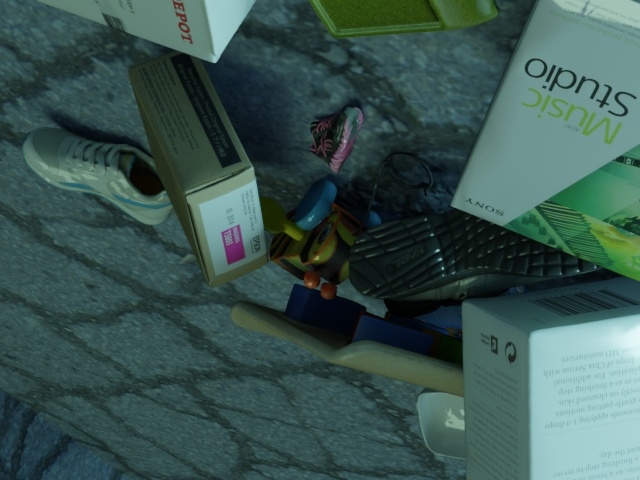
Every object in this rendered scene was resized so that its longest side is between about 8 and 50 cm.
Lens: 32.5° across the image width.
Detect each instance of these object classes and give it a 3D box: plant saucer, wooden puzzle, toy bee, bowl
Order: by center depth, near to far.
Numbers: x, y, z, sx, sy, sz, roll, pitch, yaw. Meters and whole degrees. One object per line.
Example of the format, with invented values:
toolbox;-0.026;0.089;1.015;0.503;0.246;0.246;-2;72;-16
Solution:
plant saucer;0.044;-0.252;1.015;0.188;0.045;0.188;3;146;35
toy bee;0.000;0.000;1.387;0.195;0.162;0.298;25;154;2
wooden puzzle;0.090;0.132;1.430;0.322;0.080;0.348;17;176;-28
bowl;0.236;0.290;1.800;0.142;0.053;0.142;3;125;25

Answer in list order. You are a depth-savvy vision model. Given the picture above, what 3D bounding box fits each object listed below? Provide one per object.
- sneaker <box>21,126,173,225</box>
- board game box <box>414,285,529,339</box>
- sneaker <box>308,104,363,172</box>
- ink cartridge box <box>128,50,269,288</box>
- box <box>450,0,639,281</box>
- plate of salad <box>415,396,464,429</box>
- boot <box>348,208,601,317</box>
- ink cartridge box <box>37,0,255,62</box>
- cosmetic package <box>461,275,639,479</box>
sneaker;-0.303;-0.106;1.538;0.229;0.087;0.092;23;148;-13
board game box;0.195;0.087;1.519;0.211;0.039;0.160;2;146;36
sneaker;0.013;-0.125;1.283;0.057;0.047;0.119;34;153;6
ink cartridge box;-0.143;-0.083;1.318;0.234;0.088;0.193;88;157;-61
box;0.274;-0.103;1.023;0.232;0.058;0.322;22;144;5
plate of salad;0.256;0.325;1.895;0.200;0.048;0.200;20;153;11
boot;0.213;0.013;1.297;0.338;0.118;0.223;-7;166;18
ink cartridge box;-0.202;-0.305;1.029;0.273;0.114;0.198;21;153;15
cosmetic package;0.297;0.285;1.241;0.230;0.453;0.161;-6;-168;-18
